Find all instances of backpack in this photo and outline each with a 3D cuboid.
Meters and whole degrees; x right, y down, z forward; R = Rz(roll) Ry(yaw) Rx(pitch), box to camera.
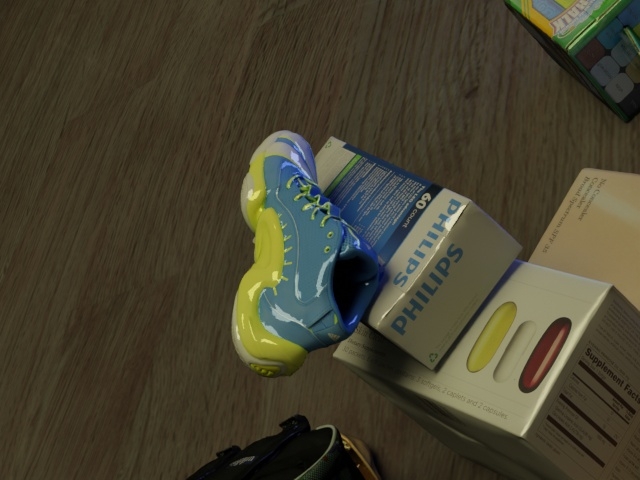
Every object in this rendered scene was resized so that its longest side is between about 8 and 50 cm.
[{"bbox_3d":[-0.080,0.298,1.151,0.225,0.191,0.253,-27,-2,32],"label":"backpack"}]

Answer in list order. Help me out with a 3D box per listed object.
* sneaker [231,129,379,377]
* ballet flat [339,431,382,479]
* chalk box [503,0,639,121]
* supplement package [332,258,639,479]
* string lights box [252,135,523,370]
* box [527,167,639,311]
[{"bbox_3d":[0.000,0.000,1.075,0.126,0.091,0.240,-17,54,30],"label":"sneaker"},{"bbox_3d":[0.038,0.269,1.270,0.080,0.073,0.232,-44,34,4],"label":"ballet flat"},{"bbox_3d":[0.322,-0.233,1.388,0.132,0.132,0.213,-44,35,8],"label":"chalk box"},{"bbox_3d":[0.181,0.123,1.132,0.261,0.204,0.145,16,69,54],"label":"supplement package"},{"bbox_3d":[0.051,0.003,1.148,0.133,0.076,0.259,-53,31,-3],"label":"string lights box"},{"bbox_3d":[0.341,0.039,1.106,0.311,0.121,0.148,11,65,53],"label":"box"}]
